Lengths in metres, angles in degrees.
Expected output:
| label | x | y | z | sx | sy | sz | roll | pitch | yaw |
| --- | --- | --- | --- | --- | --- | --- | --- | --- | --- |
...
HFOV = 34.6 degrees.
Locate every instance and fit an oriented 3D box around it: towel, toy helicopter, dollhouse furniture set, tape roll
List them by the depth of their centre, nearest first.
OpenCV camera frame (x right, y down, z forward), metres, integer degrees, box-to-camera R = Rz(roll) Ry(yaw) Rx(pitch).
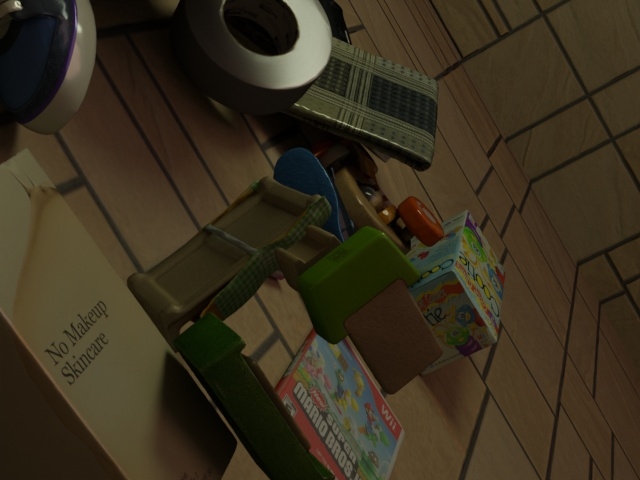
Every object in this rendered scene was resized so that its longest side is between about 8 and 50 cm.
| label | x | y | z | sx | sy | sz | roll | pitch | yaw |
| --- | --- | --- | --- | --- | --- | --- | --- | --- | --- |
| dollhouse furniture set | -0.038 | 0.073 | 0.957 | 0.151 | 0.197 | 0.301 | 58 | -13 | -23 |
| tape roll | -0.096 | -0.287 | 1.435 | 0.219 | 0.072 | 0.219 | 11 | 61 | -22 |
| toy helicopter | 0.057 | -0.094 | 1.671 | 0.235 | 0.140 | 0.355 | 43 | 16 | -20 |
| towel | 0.037 | -0.241 | 1.673 | 0.324 | 0.056 | 0.312 | 22 | 33 | -6 |

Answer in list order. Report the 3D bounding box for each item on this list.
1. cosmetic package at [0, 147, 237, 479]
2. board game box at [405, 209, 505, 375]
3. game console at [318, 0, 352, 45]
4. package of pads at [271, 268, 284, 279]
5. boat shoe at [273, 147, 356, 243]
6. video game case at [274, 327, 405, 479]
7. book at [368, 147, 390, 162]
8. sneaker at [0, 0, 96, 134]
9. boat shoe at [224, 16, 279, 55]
| label | x | y | z | sx | sy | sz | roll | pitch | yaw |
| --- | --- | --- | --- | --- | --- | --- | --- | --- | --- |
| cosmetic package | -0.210 | 0.101 | 0.802 | 0.309 | 0.113 | 0.160 | 57 | 21 | -14 |
| board game box | 0.211 | 0.082 | 1.727 | 0.142 | 0.144 | 0.275 | 57 | 22 | -12 |
| game console | 0.048 | -0.347 | 2.025 | 0.213 | 0.044 | 0.361 | 37 | 32 | -50 |
| package of pads | -0.069 | 0.016 | 1.329 | 0.083 | 0.032 | 0.050 | 28 | 36 | -55 |
| boat shoe | 0.000 | 0.000 | 1.430 | 0.089 | 0.109 | 0.258 | 17 | 56 | -77 |
| video game case | 0.023 | 0.231 | 1.286 | 0.204 | 0.025 | 0.285 | 58 | 21 | -9 |
| book | 0.059 | -0.201 | 1.814 | 0.144 | 0.035 | 0.096 | 42 | 5 | -29 |
| sneaker | -0.345 | -0.264 | 0.951 | 0.236 | 0.130 | 0.323 | 17 | 52 | -48 |
| boat shoe | -0.115 | -0.331 | 1.538 | 0.223 | 0.073 | 0.080 | 48 | 28 | 4 |
